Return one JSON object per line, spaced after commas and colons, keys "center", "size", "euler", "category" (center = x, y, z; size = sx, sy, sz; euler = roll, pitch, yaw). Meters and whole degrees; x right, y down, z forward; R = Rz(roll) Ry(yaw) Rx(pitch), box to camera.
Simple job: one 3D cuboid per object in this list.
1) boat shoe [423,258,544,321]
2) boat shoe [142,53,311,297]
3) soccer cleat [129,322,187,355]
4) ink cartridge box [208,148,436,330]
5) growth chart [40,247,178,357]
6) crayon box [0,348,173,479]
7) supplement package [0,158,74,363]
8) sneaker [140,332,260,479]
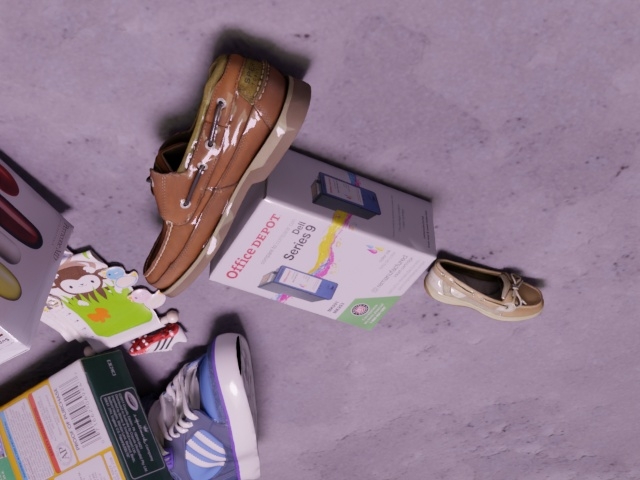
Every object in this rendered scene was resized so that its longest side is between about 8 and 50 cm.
{"center": [0.204, 0.057, 1.273], "size": [0.153, 0.056, 0.048], "euler": [15, 140, -7], "category": "boat shoe"}
{"center": [-0.128, -0.070, 1.100], "size": [0.104, 0.111, 0.307], "euler": [23, 123, -19], "category": "boat shoe"}
{"center": [-0.212, 0.134, 1.369], "size": [0.083, 0.029, 0.035], "euler": [-27, 128, 20], "category": "soccer cleat"}
{"center": [0.000, 0.000, 1.178], "size": [0.212, 0.093, 0.154], "euler": [21, 134, -20], "category": "ink cartridge box"}
{"center": [-0.306, 0.067, 1.301], "size": [0.172, 0.021, 0.237], "euler": [-30, 131, 27], "category": "growth chart"}
{"center": [-0.359, 0.303, 1.415], "size": [0.323, 0.203, 0.083], "euler": [-30, 169, 31], "category": "crayon box"}
{"center": [-0.398, 0.011, 1.093], "size": [0.149, 0.194, 0.203], "euler": [-25, 126, 25], "category": "supplement package"}
{"center": [-0.204, 0.245, 1.413], "size": [0.236, 0.130, 0.323], "euler": [-4, 143, -2], "category": "sneaker"}
